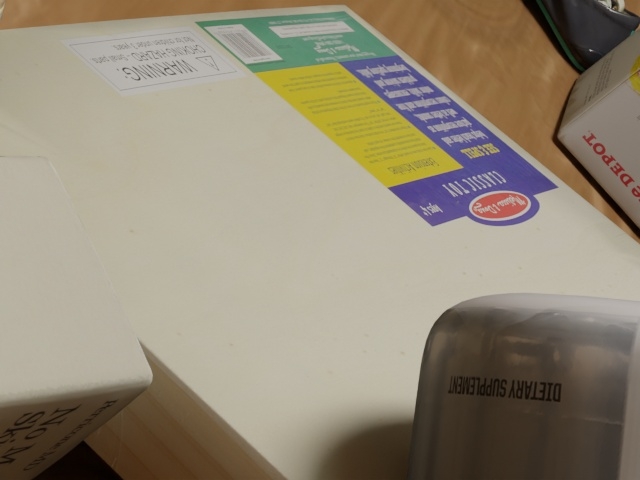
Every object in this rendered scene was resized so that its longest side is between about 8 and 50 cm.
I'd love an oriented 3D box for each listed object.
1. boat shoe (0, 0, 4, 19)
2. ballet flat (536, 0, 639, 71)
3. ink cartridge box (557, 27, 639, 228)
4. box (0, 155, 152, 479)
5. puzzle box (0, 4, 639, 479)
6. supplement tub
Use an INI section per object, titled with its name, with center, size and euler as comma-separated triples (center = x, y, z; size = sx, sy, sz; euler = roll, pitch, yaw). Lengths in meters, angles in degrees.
[boat shoe]
center = -0.196, -0.145, 0.744
size = 0.170, 0.059, 0.063
euler = 29, 23, -17
[ballet flat]
center = 0.168, -0.222, 1.372
size = 0.203, 0.074, 0.074
euler = 53, 29, 3
[ink cartridge box]
center = 0.275, -0.099, 1.279
size = 0.128, 0.176, 0.127
euler = 48, 27, -9
[box]
center = -0.184, 0.040, 0.535
size = 0.275, 0.113, 0.094
euler = -4, 61, -55
[puzzle box]
center = 0.000, 0.000, 0.825
size = 0.272, 0.052, 0.409
euler = 41, 26, 18
[supplement tub]
center = 0.111, 0.184, 0.599
size = 0.193, 0.193, 0.316
euler = 15, 80, -48
